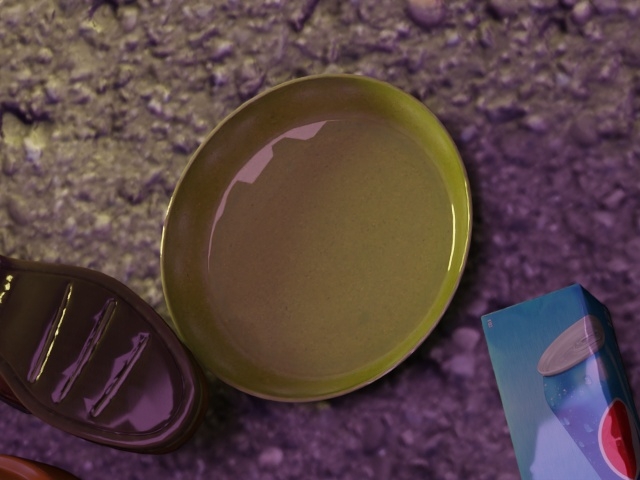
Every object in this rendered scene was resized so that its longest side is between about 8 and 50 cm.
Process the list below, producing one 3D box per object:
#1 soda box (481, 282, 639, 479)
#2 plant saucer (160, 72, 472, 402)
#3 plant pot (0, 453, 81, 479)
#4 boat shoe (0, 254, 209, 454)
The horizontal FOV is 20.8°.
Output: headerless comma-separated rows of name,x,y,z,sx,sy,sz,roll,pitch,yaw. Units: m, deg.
soda box,0.166,0.139,1.097,0.071,0.067,0.210,-20,67,19
plant saucer,0.000,0.000,1.238,0.241,0.037,0.241,-8,70,23
plant pot,-0.266,0.238,1.202,0.205,0.188,0.205,-8,70,23
boat shoe,-0.192,0.076,1.272,0.307,0.104,0.111,25,77,31
